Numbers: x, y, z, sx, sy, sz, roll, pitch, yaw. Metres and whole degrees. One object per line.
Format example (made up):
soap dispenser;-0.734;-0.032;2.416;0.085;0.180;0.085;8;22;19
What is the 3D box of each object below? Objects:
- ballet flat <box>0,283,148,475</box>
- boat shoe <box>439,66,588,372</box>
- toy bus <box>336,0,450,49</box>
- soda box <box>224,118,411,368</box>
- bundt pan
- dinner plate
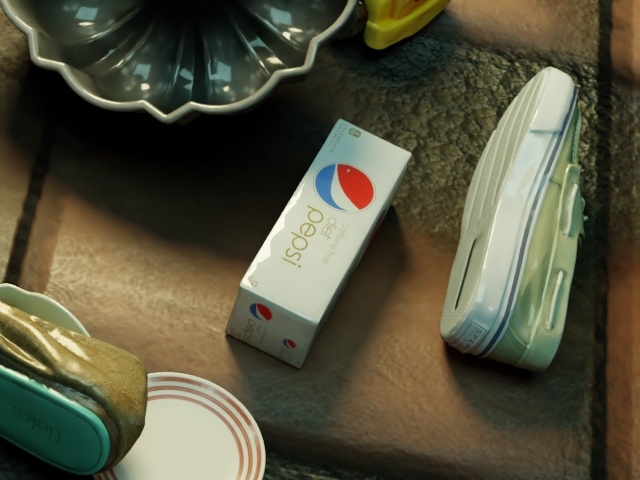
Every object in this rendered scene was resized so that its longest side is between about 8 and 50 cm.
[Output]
ballet flat;-0.281;0.063;1.497;0.342;0.116;0.124;22;36;7
boat shoe;0.182;-0.016;1.709;0.094;0.109;0.302;28;58;-13
toy bus;0.034;-0.320;1.826;0.220;0.211;0.149;41;51;15
soda box;0.000;0.000;1.652;0.074;0.069;0.216;26;51;5
bundt pan;-0.115;-0.250;1.719;0.331;0.124;0.331;-1;80;4
dinner plate;-0.113;0.164;1.522;0.141;0.017;0.141;7;51;-9
